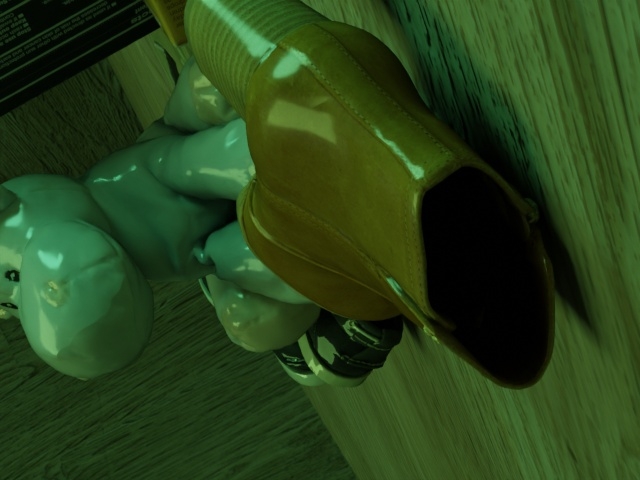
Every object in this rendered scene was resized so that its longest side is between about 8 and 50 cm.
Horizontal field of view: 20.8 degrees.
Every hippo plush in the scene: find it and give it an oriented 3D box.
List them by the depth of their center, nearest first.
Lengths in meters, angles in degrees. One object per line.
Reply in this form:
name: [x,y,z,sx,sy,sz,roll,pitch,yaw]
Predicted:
hippo plush: [-0.143,-0.030,1.291,0.294,0.236,0.234,50,146,33]

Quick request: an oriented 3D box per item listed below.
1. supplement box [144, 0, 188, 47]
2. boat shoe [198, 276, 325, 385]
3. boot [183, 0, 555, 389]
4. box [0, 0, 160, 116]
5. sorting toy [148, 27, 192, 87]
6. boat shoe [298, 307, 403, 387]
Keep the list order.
supplement box: [-0.113,-0.239,1.093,0.233,0.080,0.078,62,177,-36]
boat shoe: [-0.063,0.046,1.967,0.302,0.114,0.091,37,160,46]
boot: [0.042,0.009,0.854,0.211,0.104,0.295,48,173,38]
box: [-0.266,-0.247,1.289,0.183,0.296,0.294,57,173,26]
sorting toy: [-0.084,-0.117,1.689,0.229,0.041,0.307,47,167,49]
boat shoe: [0.000,0.000,1.405,0.079,0.084,0.233,-51,55,45]
